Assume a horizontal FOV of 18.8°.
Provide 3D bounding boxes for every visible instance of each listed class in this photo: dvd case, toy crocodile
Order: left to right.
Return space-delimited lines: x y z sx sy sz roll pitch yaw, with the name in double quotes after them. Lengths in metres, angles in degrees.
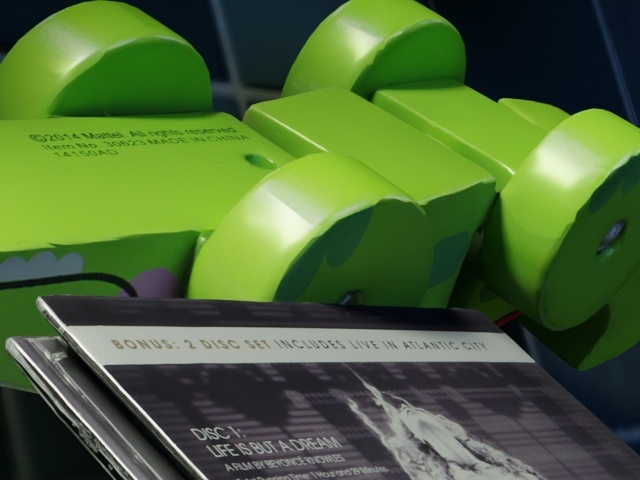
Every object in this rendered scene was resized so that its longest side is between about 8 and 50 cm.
0.000 0.000 0.547 0.115 0.105 0.340 33 25 30 "toy crocodile"
0.059 0.085 0.381 0.221 0.018 0.164 44 22 29 "dvd case"
